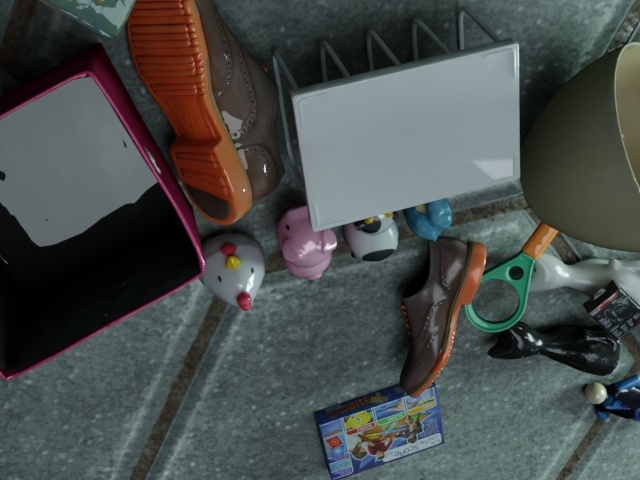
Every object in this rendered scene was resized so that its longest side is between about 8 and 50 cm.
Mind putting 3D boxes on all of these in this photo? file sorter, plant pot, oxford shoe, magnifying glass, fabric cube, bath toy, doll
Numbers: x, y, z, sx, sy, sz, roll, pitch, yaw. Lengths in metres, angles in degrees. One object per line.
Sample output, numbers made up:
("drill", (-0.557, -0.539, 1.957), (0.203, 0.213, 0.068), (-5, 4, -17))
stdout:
("file sorter", (0.090, -0.165, 1.358), (0.278, 0.173, 0.192), (-15, 126, -9))
("plant pot", (0.386, -0.106, 1.466), (0.191, 0.284, 0.284), (-17, 135, 38))
("oxford shoe", (0.160, 0.113, 1.622), (0.098, 0.097, 0.271), (16, 109, -8))
("magnifying glass", (0.300, 0.040, 1.608), (0.092, 0.026, 0.231), (33, 107, -1))
("fabric cube", (-0.301, -0.046, 1.215), (0.259, 0.258, 0.254), (-28, 109, 0))
("bath toy", (0.000, 0.000, 1.461), (0.348, 0.129, 0.151), (-20, 126, -5))
("oxford shoe", (-0.135, -0.207, 1.313), (0.133, 0.130, 0.363), (-35, 126, -36))
("doll", (0.544, 0.280, 1.872), (0.189, 0.046, 0.129), (16, 125, -20))

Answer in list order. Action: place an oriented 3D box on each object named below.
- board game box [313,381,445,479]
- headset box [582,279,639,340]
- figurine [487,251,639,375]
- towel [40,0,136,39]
("board game box", (0.099, 0.308, 1.747), (0.201, 0.035, 0.136), (-17, 125, -8))
("headset box", (0.449, 0.105, 1.636), (0.083, 0.032, 0.062), (40, 108, -21))
("figurine", (0.389, 0.109, 1.692), (0.210, 0.092, 0.214), (6, 118, -17))
("towel", (-0.317, -0.415, 1.115), (0.370, 0.040, 0.271), (28, 109, -20))
